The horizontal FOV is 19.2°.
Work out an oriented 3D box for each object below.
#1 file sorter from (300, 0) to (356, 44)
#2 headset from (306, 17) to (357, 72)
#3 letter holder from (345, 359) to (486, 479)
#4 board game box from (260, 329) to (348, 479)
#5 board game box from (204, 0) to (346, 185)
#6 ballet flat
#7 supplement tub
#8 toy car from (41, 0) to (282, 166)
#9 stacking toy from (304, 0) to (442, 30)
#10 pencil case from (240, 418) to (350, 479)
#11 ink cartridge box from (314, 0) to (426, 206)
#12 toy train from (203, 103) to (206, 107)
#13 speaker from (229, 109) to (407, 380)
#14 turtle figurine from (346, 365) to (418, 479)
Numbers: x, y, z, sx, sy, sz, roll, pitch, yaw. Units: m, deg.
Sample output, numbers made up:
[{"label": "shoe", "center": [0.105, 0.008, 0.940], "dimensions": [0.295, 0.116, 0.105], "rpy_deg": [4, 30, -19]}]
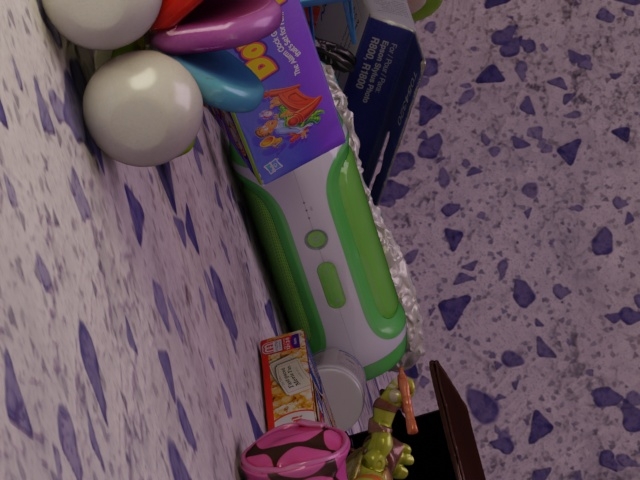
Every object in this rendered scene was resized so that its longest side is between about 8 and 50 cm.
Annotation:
[{"label": "file sorter", "center": [-0.055, -0.236, 1.743], "dimensions": [0.104, 0.170, 0.118], "rpy_deg": [72, 12, -63]}, {"label": "headset", "center": [-0.018, -0.377, 2.234], "dimensions": [0.185, 0.243, 0.394], "rpy_deg": [30, 45, -29]}, {"label": "letter holder", "center": [0.111, 0.311, 2.094], "dimensions": [0.214, 0.152, 0.301], "rpy_deg": [59, 15, -65]}, {"label": "board game box", "center": [-0.008, 0.195, 1.678], "dimensions": [0.193, 0.045, 0.146], "rpy_deg": [-99, 172, -57]}, {"label": "board game box", "center": [-0.102, -0.238, 1.412], "dimensions": [0.233, 0.078, 0.347], "rpy_deg": [54, -10, 42]}, {"label": "ballet flat", "center": [-0.003, -0.010, 2.145], "dimensions": [0.147, 0.147, 0.408], "rpy_deg": [-92, 163, -71]}, {"label": "supplement tub", "center": [0.010, 0.150, 1.898], "dimensions": [0.107, 0.071, 0.071], "rpy_deg": [-67, 141, -81]}, {"label": "toy car", "center": [-0.095, -0.144, 1.215], "dimensions": [0.159, 0.136, 0.182], "rpy_deg": [-95, 169, -68]}, {"label": "stacking toy", "center": [0.034, -0.350, 2.729], "dimensions": [0.309, 0.280, 0.130], "rpy_deg": [69, 17, -57]}, {"label": "pencil case", "center": [0.007, 0.236, 1.451], "dimensions": [0.098, 0.095, 0.209], "rpy_deg": [-41, 123, -46]}, {"label": "ink cartridge box", "center": [0.030, -0.164, 2.316], "dimensions": [0.330, 0.071, 0.324], "rpy_deg": [-99, -156, -57]}, {"label": "toy train", "center": [-0.072, -0.127, 1.821], "dimensions": [0.125, 0.046, 0.166], "rpy_deg": [41, 19, -21]}, {"label": "speaker", "center": [0.000, 0.000, 1.955], "dimensions": [0.131, 0.131, 0.296], "rpy_deg": [-98, 171, -61]}, {"label": "turtle figurine", "center": [0.045, 0.259, 1.872], "dimensions": [0.217, 0.087, 0.269], "rpy_deg": [66, 30, -84]}]
